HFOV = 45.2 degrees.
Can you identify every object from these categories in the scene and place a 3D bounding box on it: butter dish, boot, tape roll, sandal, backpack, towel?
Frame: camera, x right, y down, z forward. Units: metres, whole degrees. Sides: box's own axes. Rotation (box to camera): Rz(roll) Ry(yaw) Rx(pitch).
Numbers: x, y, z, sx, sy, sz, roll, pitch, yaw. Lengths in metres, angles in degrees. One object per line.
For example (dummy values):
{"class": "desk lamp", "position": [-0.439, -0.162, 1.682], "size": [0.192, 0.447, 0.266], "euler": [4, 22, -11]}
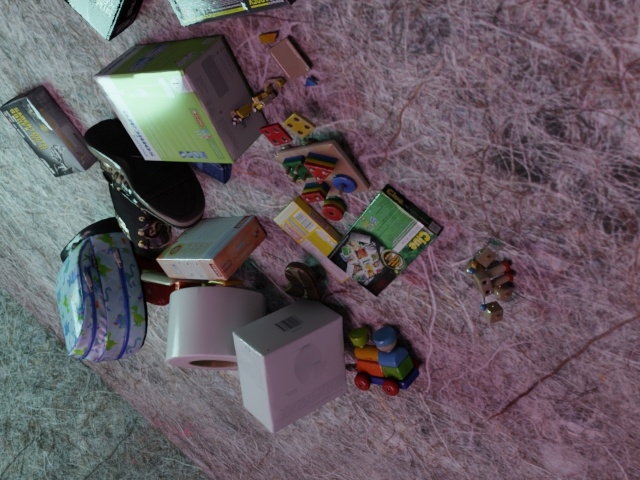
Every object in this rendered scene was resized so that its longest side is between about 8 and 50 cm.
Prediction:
{"class": "butter dish", "position": [-0.488, 0.133, 2.210], "size": [0.159, 0.118, 0.160], "euler": [16, 142, 34]}
{"class": "boot", "position": [-0.392, -0.087, 1.799], "size": [0.377, 0.138, 0.284], "euler": [35, 150, 25]}
{"class": "tape roll", "position": [-0.257, 0.224, 1.909], "size": [0.246, 0.169, 0.246], "euler": [1, 162, 0]}
{"class": "sandal", "position": [-0.038, 0.086, 1.738], "size": [0.089, 0.060, 0.219], "euler": [14, 158, 12]}
{"class": "backpack", "position": [-0.590, 0.153, 2.080], "size": [0.290, 0.273, 0.356], "euler": [-36, 77, 45]}
{"class": "towel", "position": [-0.250, -0.171, 1.672], "size": [0.119, 0.029, 0.067], "euler": [31, 148, 12]}

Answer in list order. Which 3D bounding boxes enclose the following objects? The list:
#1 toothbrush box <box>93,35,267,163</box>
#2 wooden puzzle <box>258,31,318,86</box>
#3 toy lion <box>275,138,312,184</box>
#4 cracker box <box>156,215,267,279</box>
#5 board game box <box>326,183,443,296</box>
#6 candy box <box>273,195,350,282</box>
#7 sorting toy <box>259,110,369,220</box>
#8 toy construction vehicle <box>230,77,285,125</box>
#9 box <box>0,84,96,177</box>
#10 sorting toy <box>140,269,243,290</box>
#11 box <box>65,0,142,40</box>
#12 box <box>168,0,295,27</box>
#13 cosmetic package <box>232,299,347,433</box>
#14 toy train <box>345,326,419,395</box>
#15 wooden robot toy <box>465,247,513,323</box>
{"class": "toothbrush box", "position": [-0.271, -0.267, 1.488], "size": [0.283, 0.122, 0.206], "euler": [5, 135, 41]}
{"class": "wooden puzzle", "position": [-0.053, -0.311, 1.315], "size": [0.078, 0.014, 0.116], "euler": [-2, 130, 52]}
{"class": "toy lion", "position": [-0.032, -0.144, 1.487], "size": [0.100, 0.034, 0.096], "euler": [-9, 132, 50]}
{"class": "cracker box", "position": [-0.256, 0.018, 1.793], "size": [0.232, 0.156, 0.067], "euler": [-1, 128, 47]}
{"class": "board game box", "position": [0.119, 0.007, 1.496], "size": [0.136, 0.030, 0.260], "euler": [41, 142, 2]}
{"class": "candy box", "position": [0.000, 0.000, 1.632], "size": [0.206, 0.027, 0.105], "euler": [43, 148, -6]}
{"class": "sorting toy", "position": [-0.004, -0.124, 1.421], "size": [0.132, 0.046, 0.274], "euler": [-5, 140, 38]}
{"class": "toy construction vehicle", "position": [-0.115, -0.253, 1.381], "size": [0.098, 0.086, 0.035], "euler": [-17, 112, 54]}
{"class": "box", "position": [-0.697, -0.274, 1.974], "size": [0.183, 0.056, 0.231], "euler": [-1, 130, 47]}
{"class": "sorting toy", "position": [-0.332, 0.109, 1.955], "size": [0.347, 0.196, 0.047], "euler": [4, 91, 52]}
{"class": "box", "position": [-0.414, -0.483, 1.406], "size": [0.180, 0.077, 0.147], "euler": [44, 147, -7]}
{"class": "box", "position": [-0.171, -0.458, 1.206], "size": [0.270, 0.060, 0.216], "euler": [5, 135, 43]}
{"class": "cosmetic package", "position": [-0.067, 0.286, 1.801], "size": [0.138, 0.224, 0.225], "euler": [28, 132, 47]}
{"class": "toy train", "position": [0.102, 0.265, 1.800], "size": [0.248, 0.105, 0.143], "euler": [1, 121, 45]}
{"class": "wooden robot toy", "position": [0.299, 0.064, 1.395], "size": [0.173, 0.076, 0.079], "euler": [65, 175, -36]}
